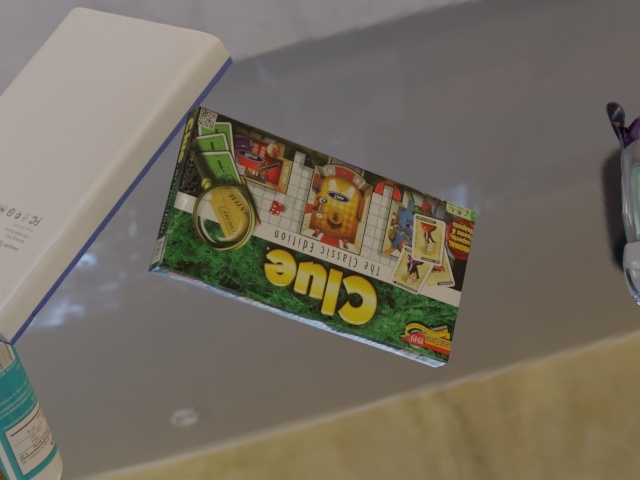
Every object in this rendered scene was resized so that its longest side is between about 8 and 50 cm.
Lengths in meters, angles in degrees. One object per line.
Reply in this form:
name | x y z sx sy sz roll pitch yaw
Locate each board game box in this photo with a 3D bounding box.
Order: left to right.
board game box | 0.000 0.000 1.230 0.260 0.136 0.030 19 -16 -23

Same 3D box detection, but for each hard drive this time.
hard drive | -0.244 -0.068 1.372 0.318 0.210 0.040 -55 -45 -19

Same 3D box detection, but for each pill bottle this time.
pill bottle | -0.352 0.192 1.557 0.146 0.146 0.264 -18 -75 1

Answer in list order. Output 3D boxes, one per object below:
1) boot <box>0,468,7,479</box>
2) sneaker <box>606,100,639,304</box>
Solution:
boot | -0.303 0.141 1.185 0.089 0.236 0.269 -21 -70 -4
sneaker | 0.233 -0.033 0.640 0.224 0.098 0.083 -8 -11 0
